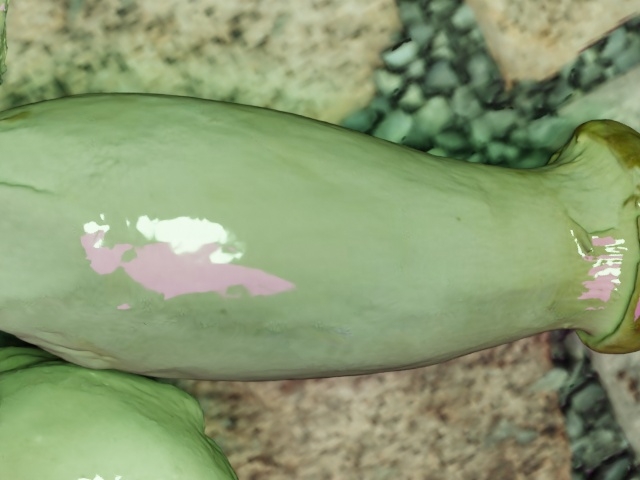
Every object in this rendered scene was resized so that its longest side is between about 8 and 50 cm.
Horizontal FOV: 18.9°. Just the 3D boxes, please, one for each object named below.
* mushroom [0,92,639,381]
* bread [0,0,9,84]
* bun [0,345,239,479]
[{"bbox_3d":[0.000,0.000,0.847,0.350,0.128,0.128,-1,121,-18],"label":"mushroom"},{"bbox_3d":[-0.202,-0.104,0.786,0.153,0.028,0.068,4,120,-15],"label":"bread"},{"bbox_3d":[-0.126,0.132,0.886,0.231,0.133,0.231,6,135,6],"label":"bun"}]
